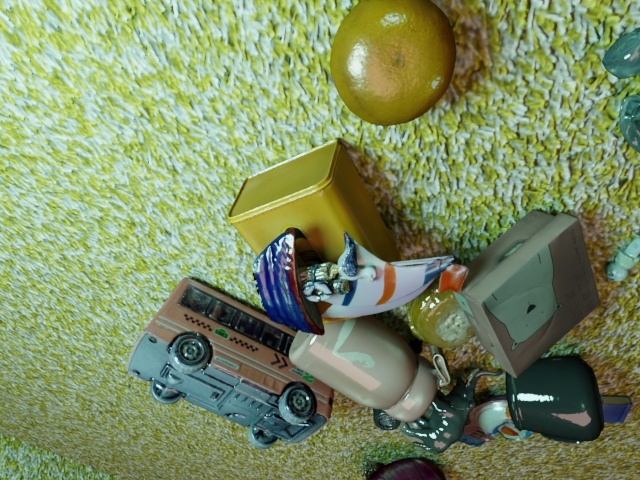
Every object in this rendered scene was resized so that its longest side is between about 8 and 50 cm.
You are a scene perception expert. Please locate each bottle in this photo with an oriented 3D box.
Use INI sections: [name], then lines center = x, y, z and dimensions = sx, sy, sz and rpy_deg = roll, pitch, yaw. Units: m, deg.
[bottle]
center = 0.107, 0.240, 0.835
dimensions = 0.297, 0.173, 0.206
rpy_deg = 35, 113, -4

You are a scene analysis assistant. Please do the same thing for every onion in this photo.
[onion]
center = 0.238, 0.837, 1.303
dimensions = 0.348, 0.285, 0.346
rpy_deg = -13, 118, -26

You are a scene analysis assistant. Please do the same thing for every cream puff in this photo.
[cream puff]
center = 0.236, 0.123, 0.774
dimensions = 0.150, 0.115, 0.165
rpy_deg = 25, 112, -22

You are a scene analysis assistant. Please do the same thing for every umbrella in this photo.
[umbrella]
center = 0.488, -0.157, 0.514
dimensions = 0.349, 0.094, 0.143
rpy_deg = 23, 111, -17

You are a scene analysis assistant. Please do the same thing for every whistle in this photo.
[whistle]
center = 0.532, 0.036, 0.706
dimensions = 0.035, 0.035, 0.100
rpy_deg = 10, 129, 2

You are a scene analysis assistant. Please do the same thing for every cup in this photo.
[cup]
center = 0.509, 0.363, 0.887
dimensions = 0.177, 0.169, 0.222
rpy_deg = -9, 113, 23

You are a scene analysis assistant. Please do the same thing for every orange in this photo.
[orange]
center = 0.089, -0.226, 0.511
dimensions = 0.157, 0.124, 0.156
rpy_deg = 0, 114, -1

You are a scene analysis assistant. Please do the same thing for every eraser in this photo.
[eraser]
center = 0.715, 0.414, 0.992
dimensions = 0.063, 0.027, 0.084
rpy_deg = -5, 127, 12

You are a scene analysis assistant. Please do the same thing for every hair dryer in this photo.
[hair dryer]
center = 0.189, 0.326, 0.961
dimensions = 0.070, 0.128, 0.255
rpy_deg = 17, 119, -3

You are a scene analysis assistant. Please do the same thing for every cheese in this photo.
[cheese]
center = 0.463, 0.480, 1.061
dimensions = 0.189, 0.074, 0.285
rpy_deg = 26, 130, -9

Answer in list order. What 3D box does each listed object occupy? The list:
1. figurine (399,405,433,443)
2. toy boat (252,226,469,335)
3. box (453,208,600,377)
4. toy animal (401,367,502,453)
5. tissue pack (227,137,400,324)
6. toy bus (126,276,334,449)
[figurine]
center = 0.270, 0.482, 1.074
dimensions = 0.126, 0.125, 0.137
rpy_deg = 3, 117, 7
[toy boat]
center = 0.049, 0.079, 0.638
dimensions = 0.319, 0.071, 0.218
rpy_deg = 9, 128, -10
[box]
center = 0.350, 0.087, 0.687
dimensions = 0.215, 0.086, 0.215
rpy_deg = -39, 121, -6
[toy animal]
center = 0.302, 0.386, 0.972
dimensions = 0.137, 0.082, 0.269
rpy_deg = 33, 91, 26
[tissue pack]
center = 0.000, 0.000, 0.702
dimensions = 0.195, 0.145, 0.274
rpy_deg = -18, 123, 25
[toy bus]
center = -0.183, 0.277, 0.911
dimensions = 0.427, 0.232, 0.203
rpy_deg = 30, 128, -11
